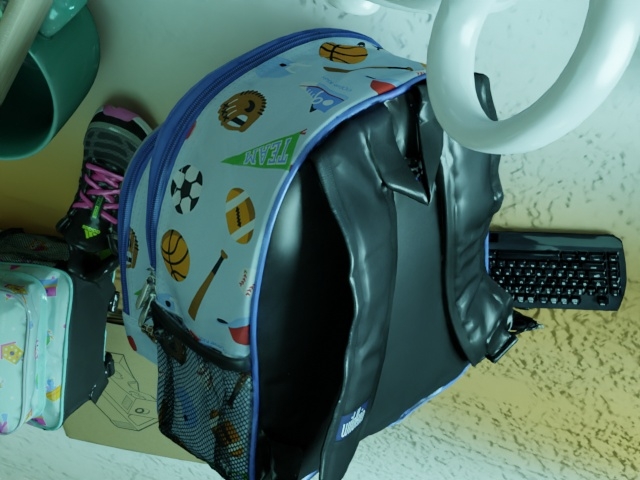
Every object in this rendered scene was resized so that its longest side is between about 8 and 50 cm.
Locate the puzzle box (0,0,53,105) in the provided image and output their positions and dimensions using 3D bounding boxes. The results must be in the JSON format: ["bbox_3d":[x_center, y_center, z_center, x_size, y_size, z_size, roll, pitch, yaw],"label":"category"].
[{"bbox_3d":[-0.363,-0.209,0.646,0.409,0.052,0.272,37,135,-7],"label":"puzzle box"}]

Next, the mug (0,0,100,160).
[{"bbox_3d":[-0.207,-0.134,0.747,0.158,0.097,0.129,4,132,19],"label":"mug"}]

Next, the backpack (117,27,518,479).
[{"bbox_3d":[0.000,0.000,0.690,0.213,0.276,0.263,31,132,27],"label":"backpack"}]

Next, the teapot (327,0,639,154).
[{"bbox_3d":[0.045,-0.181,0.475,0.252,0.256,0.187,30,124,8],"label":"teapot"}]

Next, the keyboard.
[{"bbox_3d":[0.132,0.039,0.814,0.192,0.038,0.100,1,132,23],"label":"keyboard"}]

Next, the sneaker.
[{"bbox_3d":[-0.169,-0.028,0.848,0.063,0.075,0.170,22,136,2],"label":"sneaker"}]

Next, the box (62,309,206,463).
[{"bbox_3d":[-0.196,0.140,1.062,0.164,0.021,0.201,8,134,15],"label":"box"}]

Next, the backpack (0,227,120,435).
[{"bbox_3d":[-0.290,0.073,0.941,0.188,0.144,0.165,15,111,21],"label":"backpack"}]
